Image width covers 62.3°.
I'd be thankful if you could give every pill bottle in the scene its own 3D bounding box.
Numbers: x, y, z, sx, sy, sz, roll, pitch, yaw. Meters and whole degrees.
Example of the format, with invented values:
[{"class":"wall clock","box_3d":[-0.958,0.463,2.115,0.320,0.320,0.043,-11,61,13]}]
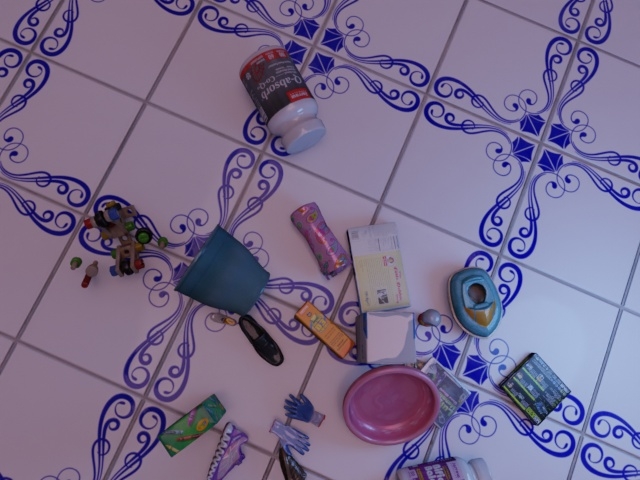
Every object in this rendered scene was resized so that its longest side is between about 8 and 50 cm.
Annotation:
[{"class":"pill bottle","box_3d":[-0.137,-0.526,1.995,0.210,0.210,0.363,-28,82,-8]},{"class":"pill bottle","box_3d":[0.418,0.828,1.784,0.301,0.169,0.169,-11,80,-5]}]

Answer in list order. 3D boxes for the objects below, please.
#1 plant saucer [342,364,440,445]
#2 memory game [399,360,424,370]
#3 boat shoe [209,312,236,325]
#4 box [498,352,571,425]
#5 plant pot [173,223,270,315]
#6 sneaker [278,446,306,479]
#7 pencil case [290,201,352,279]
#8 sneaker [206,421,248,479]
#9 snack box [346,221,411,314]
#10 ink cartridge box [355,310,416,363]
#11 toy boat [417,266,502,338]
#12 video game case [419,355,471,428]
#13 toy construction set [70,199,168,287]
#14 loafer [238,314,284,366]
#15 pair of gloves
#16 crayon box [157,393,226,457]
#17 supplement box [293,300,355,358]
[{"class":"plant saucer","box_3d":[0.237,0.549,1.808,0.332,0.084,0.332,-2,115,-4]},{"class":"memory game","box_3d":[0.337,0.525,1.917,0.186,0.012,0.186,1,79,-3]},{"class":"boat shoe","box_3d":[-0.353,0.286,1.914,0.100,0.035,0.035,20,79,1]},{"class":"box","box_3d":[0.778,0.538,1.924,0.184,0.045,0.191,-41,85,-7]},{"class":"plant pot","box_3d":[-0.326,0.125,1.843,0.255,0.271,0.272,34,79,-10]},{"class":"sneaker","box_3d":[-0.088,0.798,1.825,0.071,0.066,0.188,-13,82,-26]},{"class":"pencil case","box_3d":[0.000,0.000,1.947,0.124,0.124,0.284,-30,83,-8]},{"class":"sneaker","box_3d":[-0.315,0.749,1.801,0.104,0.095,0.236,22,78,-7]},{"class":"snack box","box_3d":[0.215,0.102,1.968,0.187,0.060,0.322,-8,80,-4]},{"class":"ink cartridge box","box_3d":[0.220,0.338,1.835,0.168,0.233,0.171,0,79,-5]},{"class":"toy boat","box_3d":[0.506,0.245,1.912,0.318,0.148,0.267,-18,81,-7]},{"class":"video game case","box_3d":[0.415,0.545,1.900,0.190,0.022,0.173,44,80,5]},{"class":"toy construction set","box_3d":[-0.741,0.003,1.895,0.309,0.237,0.257,-43,114,7]},{"class":"loafer","box_3d":[-0.214,0.357,1.885,0.076,0.078,0.223,-40,84,-9]},{"class":"pair of gloves","box_3d":[-0.082,0.641,1.841,0.159,0.023,0.198,32,61,-1]},{"class":"crayon box","box_3d":[-0.410,0.595,1.727,0.165,0.278,0.081,-36,84,-9]},{"class":"supplement box","box_3d":[0.013,0.321,1.906,0.233,0.080,0.078,40,77,7]}]
